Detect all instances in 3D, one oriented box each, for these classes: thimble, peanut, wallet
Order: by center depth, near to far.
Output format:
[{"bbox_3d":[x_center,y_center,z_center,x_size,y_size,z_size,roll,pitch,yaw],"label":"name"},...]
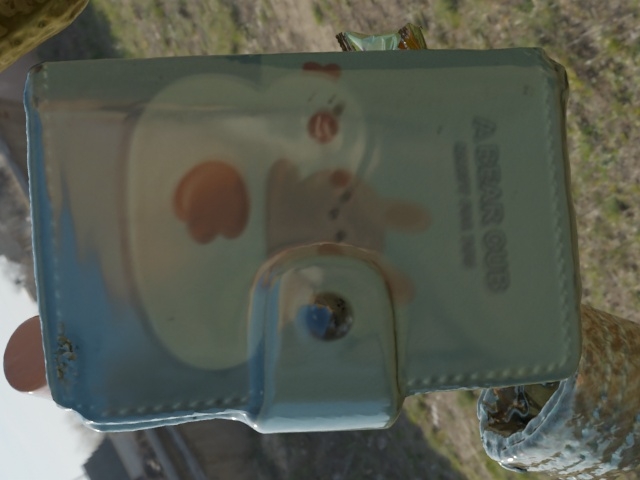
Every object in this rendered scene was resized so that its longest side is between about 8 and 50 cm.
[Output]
[{"bbox_3d":[0.000,0.000,0.603,0.083,0.361,0.252,164,102,-80],"label":"wallet"},{"bbox_3d":[-0.296,-0.200,0.793,0.108,0.226,0.095,47,163,1],"label":"peanut"},{"bbox_3d":[0.300,0.186,1.089,0.196,0.148,0.229,-89,21,-58],"label":"thimble"}]

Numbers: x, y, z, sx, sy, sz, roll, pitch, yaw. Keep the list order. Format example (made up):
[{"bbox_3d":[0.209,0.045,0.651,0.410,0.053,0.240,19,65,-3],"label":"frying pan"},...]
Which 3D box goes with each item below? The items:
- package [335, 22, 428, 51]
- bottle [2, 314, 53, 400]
[{"bbox_3d":[0.070,-0.145,0.835,0.121,0.031,0.108,14,135,59],"label":"package"},{"bbox_3d":[-0.195,0.121,0.817,0.069,0.069,0.187,53,-173,33],"label":"bottle"}]
